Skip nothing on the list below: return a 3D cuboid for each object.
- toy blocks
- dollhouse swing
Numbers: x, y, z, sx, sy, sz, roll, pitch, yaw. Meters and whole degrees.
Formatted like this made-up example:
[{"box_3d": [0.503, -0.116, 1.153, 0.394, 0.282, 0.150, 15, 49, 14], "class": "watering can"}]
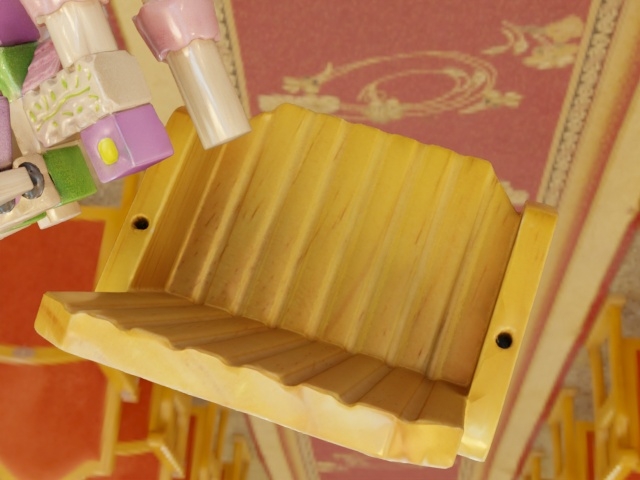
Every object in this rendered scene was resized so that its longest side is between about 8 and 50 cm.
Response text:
[{"box_3d": [-0.264, -0.136, 0.724, 0.288, 0.260, 0.309, -20, -175, 35], "class": "toy blocks"}, {"box_3d": [0.000, 0.000, 0.769, 0.347, 0.315, 0.305, 17, 165, 11], "class": "dollhouse swing"}]
